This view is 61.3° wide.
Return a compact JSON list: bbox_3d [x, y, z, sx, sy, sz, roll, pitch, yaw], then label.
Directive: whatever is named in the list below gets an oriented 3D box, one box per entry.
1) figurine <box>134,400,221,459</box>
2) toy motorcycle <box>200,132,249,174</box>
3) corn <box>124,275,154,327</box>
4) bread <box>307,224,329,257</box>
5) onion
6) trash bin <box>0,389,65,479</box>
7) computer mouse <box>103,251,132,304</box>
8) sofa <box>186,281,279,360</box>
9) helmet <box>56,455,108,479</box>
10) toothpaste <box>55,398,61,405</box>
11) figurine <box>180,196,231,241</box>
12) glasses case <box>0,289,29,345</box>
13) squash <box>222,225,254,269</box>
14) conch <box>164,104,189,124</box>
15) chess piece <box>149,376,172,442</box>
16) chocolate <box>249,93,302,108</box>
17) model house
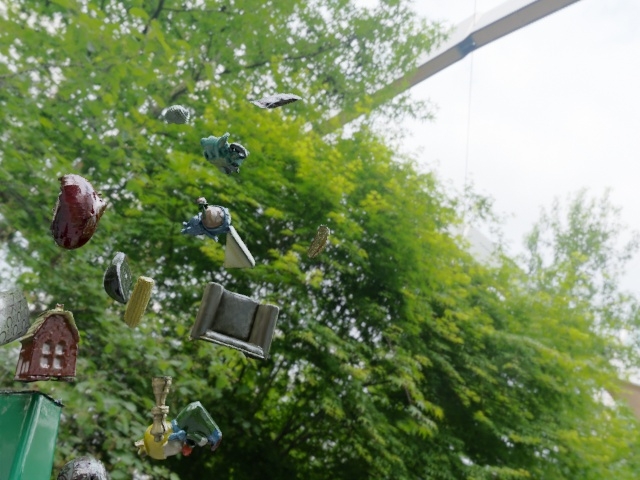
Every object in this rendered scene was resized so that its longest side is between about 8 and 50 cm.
[{"bbox_3d":[-0.443,0.625,1.690,0.127,0.234,0.185,26,-32,54],"label":"figurine"},{"bbox_3d":[-0.414,-0.378,2.294,0.198,0.109,0.296,39,-25,-20],"label":"toy motorcycle"},{"bbox_3d":[-0.811,0.273,2.410,0.081,0.249,0.081,22,12,-5],"label":"corn"},{"bbox_3d":[-0.011,0.022,2.232,0.054,0.136,0.154,27,-31,15],"label":"bread"},{"bbox_3d":[-0.783,-0.092,1.727,0.161,0.248,0.248,11,-32,-8],"label":"onion"},{"bbox_3d":[-0.991,0.681,1.699,0.258,0.382,0.295,-3,-34,3],"label":"trash bin"},{"bbox_3d":[-0.753,0.140,1.986,0.088,0.264,0.147,-8,-71,-7],"label":"computer mouse"},{"bbox_3d":[-0.263,0.250,1.680,0.258,0.200,0.182,25,-25,-25],"label":"sofa"},{"bbox_3d":[-0.740,0.727,1.677,0.152,0.108,0.177,3,-26,-28],"label":"helmet"},{"bbox_3d":[-1.028,0.662,2.107,0.027,0.084,0.019,-2,-27,-11],"label":"toothpaste"},{"bbox_3d":[-0.404,-0.070,1.876,0.178,0.114,0.145,-14,-38,8],"label":"figurine"},{"bbox_3d":[-0.854,0.206,1.453,0.085,0.137,0.354,-6,-1,-15],"label":"glasses case"},{"bbox_3d":[-0.404,0.015,2.402,0.169,0.093,0.252,-3,-44,27],"label":"squash"},{"bbox_3d":[-0.504,-0.442,1.890,0.076,0.085,0.056,65,-19,6],"label":"conch"},{"bbox_3d":[-0.440,0.463,1.484,0.060,0.172,0.060,-3,-18,-1],"label":"chess piece"},{"bbox_3d":[-0.154,-0.489,1.878,0.086,0.182,0.028,35,-43,41],"label":"chocolate"},{"bbox_3d":[-0.898,0.343,1.789,0.159,0.254,0.195,16,-22,-35],"label":"model house"}]
